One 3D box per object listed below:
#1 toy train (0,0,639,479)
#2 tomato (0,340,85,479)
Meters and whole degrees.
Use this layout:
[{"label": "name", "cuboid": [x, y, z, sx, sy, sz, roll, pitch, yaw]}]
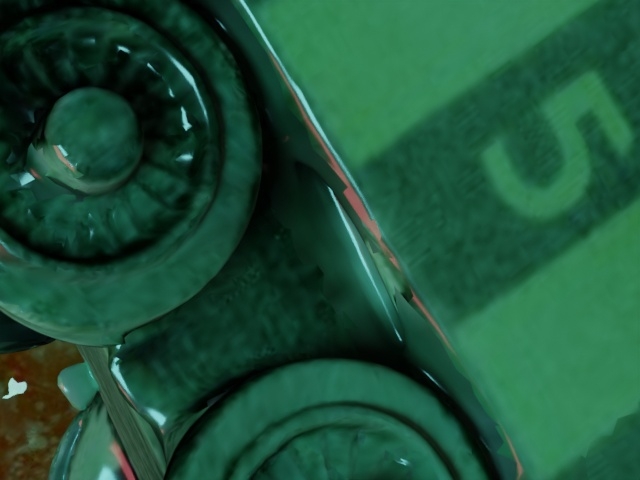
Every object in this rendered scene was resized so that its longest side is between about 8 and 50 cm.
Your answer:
[{"label": "toy train", "cuboid": [0.000, 0.000, 0.575, 0.299, 0.238, 0.167, 59, 162, -9]}, {"label": "tomato", "cuboid": [-0.131, 0.019, 0.961, 0.270, 0.222, 0.270, 46, -175, -5]}]
